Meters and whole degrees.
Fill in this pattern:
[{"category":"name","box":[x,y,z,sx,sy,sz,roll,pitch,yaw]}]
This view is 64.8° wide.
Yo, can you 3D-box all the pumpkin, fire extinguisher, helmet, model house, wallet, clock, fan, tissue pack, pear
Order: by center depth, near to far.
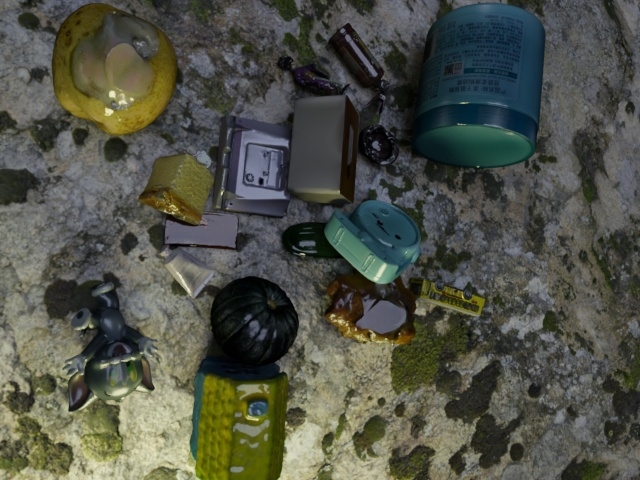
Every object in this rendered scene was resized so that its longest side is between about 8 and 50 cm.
[{"category":"pear","box":[-0.450,-0.369,1.106,0.271,0.271,0.271,2,86,-22]},{"category":"model house","box":[-0.175,0.399,1.126,0.216,0.303,0.237,5,85,-15]},{"category":"pumpkin","box":[-0.154,0.189,1.191,0.221,0.162,0.220,30,34,-23]},{"category":"wallet","box":[-0.292,-0.026,1.245,0.176,0.026,0.095,2,85,-17]},{"category":"fan","box":[-0.293,-0.186,1.267,0.056,0.004,0.083,-38,100,-20]},{"category":"clock","box":[-0.165,-0.188,1.277,0.187,0.083,0.253,7,84,-22]},{"category":"tissue pack","box":[0.011,-0.226,1.287,0.136,0.159,0.246,2,85,17]},{"category":"clock","box":[0.160,-0.017,1.330,0.223,0.094,0.274,43,41,17]},{"category":"helmet","box":[0.155,-0.266,1.416,0.123,0.070,0.098,46,78,-20]},{"category":"fire extinguisher","box":[0.115,-0.474,1.422,0.106,0.075,0.252,-37,103,9]}]

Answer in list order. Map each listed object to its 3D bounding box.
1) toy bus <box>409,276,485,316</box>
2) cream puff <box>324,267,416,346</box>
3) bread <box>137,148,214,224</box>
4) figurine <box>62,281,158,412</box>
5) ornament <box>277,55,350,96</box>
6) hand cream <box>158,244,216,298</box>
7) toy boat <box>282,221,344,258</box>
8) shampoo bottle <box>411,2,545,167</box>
[{"category":"toy bus","box":[0.366,0.161,1.470,0.226,0.081,0.074,18,85,-23]},{"category":"cream puff","box":[0.145,0.174,1.337,0.241,0.155,0.269,-46,101,-19]},{"category":"bread","box":[-0.337,-0.122,1.202,0.152,0.127,0.147,37,64,-42]},{"category":"figurine","box":[-0.476,0.233,1.099,0.193,0.140,0.265,-18,80,-45]},{"category":"ornament","box":[-0.017,-0.441,1.354,0.203,0.088,0.081,38,96,-6]},{"category":"hand cream","box":[-0.330,0.065,1.219,0.142,0.053,0.084,47,72,-28]},{"category":"toy boat","box":[0.000,0.000,1.346,0.210,0.052,0.104,1,70,-21]},{"category":"shampoo bottle","box":[0.436,-0.415,1.399,0.331,0.331,0.342,12,81,-21]}]
